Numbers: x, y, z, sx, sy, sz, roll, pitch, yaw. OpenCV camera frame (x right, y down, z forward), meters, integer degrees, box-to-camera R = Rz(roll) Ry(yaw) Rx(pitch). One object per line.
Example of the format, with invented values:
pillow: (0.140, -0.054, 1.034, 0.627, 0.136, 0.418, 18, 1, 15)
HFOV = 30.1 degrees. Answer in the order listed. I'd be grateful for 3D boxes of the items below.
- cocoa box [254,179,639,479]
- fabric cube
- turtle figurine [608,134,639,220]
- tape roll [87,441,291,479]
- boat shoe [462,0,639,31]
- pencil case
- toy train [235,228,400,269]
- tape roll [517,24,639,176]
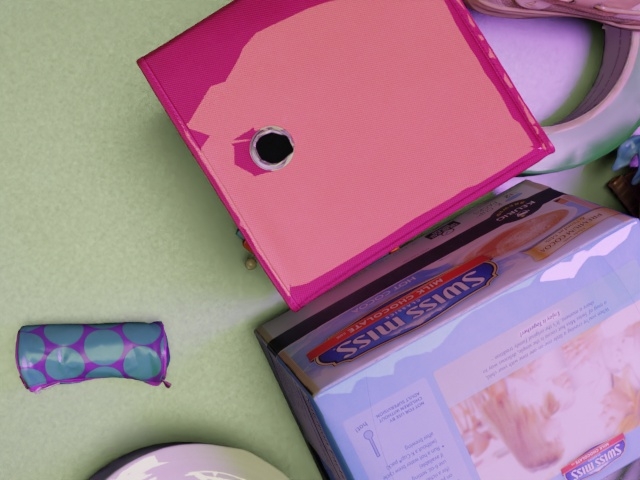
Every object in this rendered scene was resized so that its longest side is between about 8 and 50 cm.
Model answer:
cocoa box: (0.152, 0.129, 1.171, 0.347, 0.228, 0.231, -28, 107, -10)
fabric cube: (0.023, -0.111, 1.092, 0.258, 0.259, 0.254, -31, 90, 2)
turtle figurine: (0.431, 0.016, 1.245, 0.275, 0.198, 0.266, 5, 104, 19)
tape roll: (-0.132, 0.342, 1.175, 0.286, 0.100, 0.286, 3, 82, -18)
boat shoe: (0.311, -0.278, 1.206, 0.341, 0.110, 0.121, -6, 91, -11)
pencil case: (-0.228, 0.118, 1.200, 0.152, 0.064, 0.070, -2, 74, -10)
toy train: (0.000, 0.000, 1.258, 0.166, 0.046, 0.125, 30, 94, -11)
tape roll: (0.218, -0.229, 1.283, 0.321, 0.077, 0.321, 0, 89, -10)
